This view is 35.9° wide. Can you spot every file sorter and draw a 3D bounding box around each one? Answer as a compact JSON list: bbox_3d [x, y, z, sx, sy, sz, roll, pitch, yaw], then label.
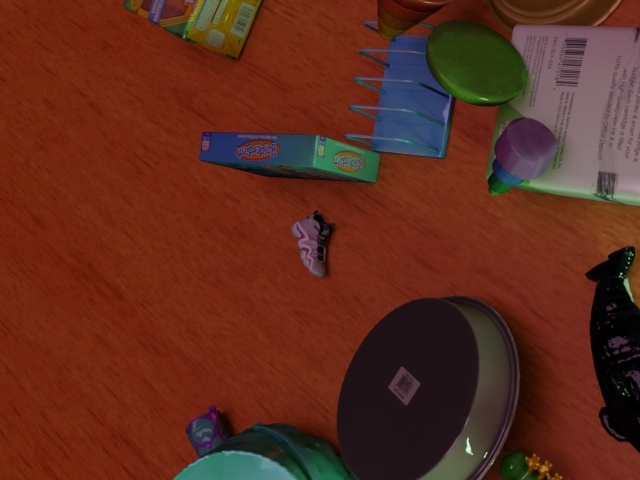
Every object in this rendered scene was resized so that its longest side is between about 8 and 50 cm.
[{"bbox_3d":[0.112,-0.211,1.366,0.118,0.104,0.170,10,89,35],"label":"file sorter"}]

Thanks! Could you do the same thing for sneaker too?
[{"bbox_3d":[0.000,0.000,1.457,0.069,0.038,0.098,-37,65,27],"label":"sneaker"}]

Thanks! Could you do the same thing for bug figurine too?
[{"bbox_3d":[0.184,0.302,1.266,0.279,0.072,0.216,-50,63,16],"label":"bug figurine"}]

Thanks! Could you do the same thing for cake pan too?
[{"bbox_3d":[0.124,0.199,1.263,0.293,0.054,0.293,-34,42,37],"label":"cake pan"}]

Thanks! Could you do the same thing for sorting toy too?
[{"bbox_3d":[0.158,-0.204,1.220,0.365,0.127,0.126,63,149,23],"label":"sorting toy"}]

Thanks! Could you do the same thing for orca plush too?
[{"bbox_3d":[0.371,0.146,1.135,0.151,0.102,0.287,-13,76,33],"label":"orca plush"}]

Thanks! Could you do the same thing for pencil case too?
[{"bbox_3d":[-0.147,0.331,1.502,0.151,0.064,0.070,54,130,27],"label":"pencil case"}]

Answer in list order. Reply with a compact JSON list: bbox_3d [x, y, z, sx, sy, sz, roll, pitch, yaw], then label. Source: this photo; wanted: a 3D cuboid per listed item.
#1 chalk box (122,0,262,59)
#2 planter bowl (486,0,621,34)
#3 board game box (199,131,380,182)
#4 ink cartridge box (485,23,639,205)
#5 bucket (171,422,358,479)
[{"bbox_3d":[-0.219,-0.402,1.609,0.213,0.132,0.132,31,101,34],"label":"chalk box"},{"bbox_3d":[0.289,-0.371,1.270,0.217,0.090,0.217,-6,80,34],"label":"planter bowl"},{"bbox_3d":[-0.045,-0.120,1.431,0.210,0.160,0.047,5,87,36],"label":"board game box"},{"bbox_3d":[0.356,-0.145,1.176,0.273,0.115,0.198,12,91,37],"label":"ink cartridge box"},{"bbox_3d":[-0.080,0.391,1.330,0.281,0.183,0.281,-1,86,16],"label":"bucket"}]
